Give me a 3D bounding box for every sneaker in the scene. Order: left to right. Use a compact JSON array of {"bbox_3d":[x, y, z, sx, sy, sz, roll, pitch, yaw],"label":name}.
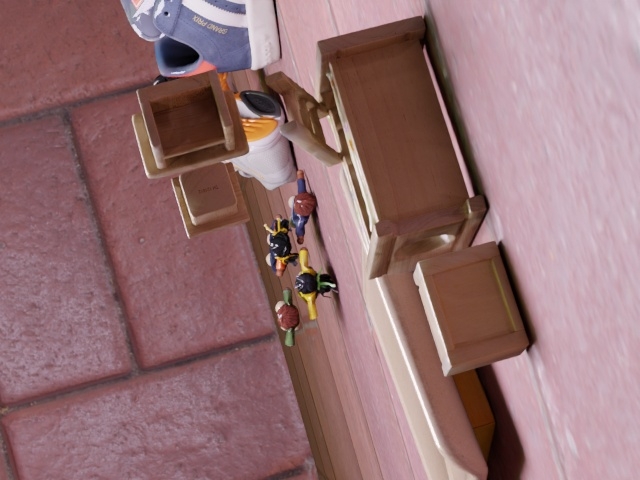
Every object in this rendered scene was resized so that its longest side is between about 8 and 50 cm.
[{"bbox_3d":[-0.131,-0.277,1.369,0.350,0.148,0.131,82,170,-55],"label":"sneaker"},{"bbox_3d":[-0.117,-0.139,1.715,0.262,0.099,0.121,44,162,49],"label":"sneaker"}]

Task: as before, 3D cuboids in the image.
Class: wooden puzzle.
[{"bbox_3d":[0.072,0.083,0.931,0.238,0.044,0.221,75,177,-63],"label":"wooden puzzle"}]

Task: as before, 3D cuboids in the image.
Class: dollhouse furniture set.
[{"bbox_3d":[0.000,0.000,0.743,0.101,0.161,0.181,94,161,-75],"label":"dollhouse furniture set"}]

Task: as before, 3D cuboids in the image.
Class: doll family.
[{"bbox_3d":[-0.027,0.020,1.579,0.111,0.076,0.193,83,174,-86],"label":"doll family"}]
